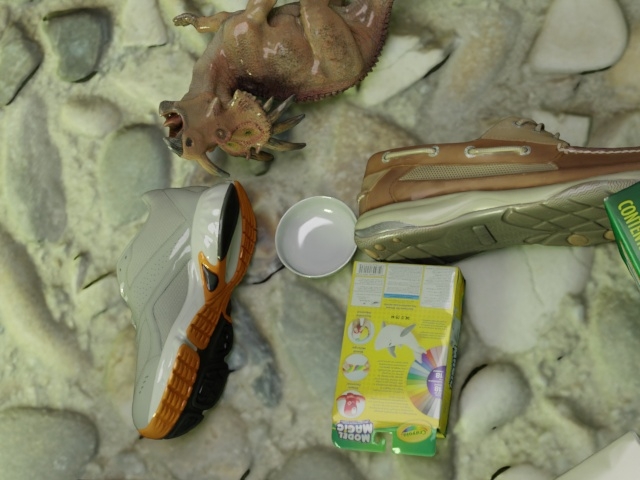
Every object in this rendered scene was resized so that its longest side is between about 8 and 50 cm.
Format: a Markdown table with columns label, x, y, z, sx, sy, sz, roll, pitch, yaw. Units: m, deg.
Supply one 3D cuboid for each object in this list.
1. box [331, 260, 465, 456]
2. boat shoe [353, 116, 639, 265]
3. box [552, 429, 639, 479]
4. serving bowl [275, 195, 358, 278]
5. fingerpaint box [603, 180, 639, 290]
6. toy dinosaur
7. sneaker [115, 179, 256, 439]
| label | x | y | z | sx | sy | sz | roll | pitch | yaw |
| --- | --- | --- | --- | --- | --- | --- | --- | --- | --- |
| box | 0.072 | 0.111 | 1.636 | 0.105 | 0.043 | 0.179 | 4 | 69 | 17 |
| boat shoe | 0.185 | -0.060 | 1.627 | 0.325 | 0.123 | 0.116 | -7 | 67 | 11 |
| box | 0.171 | 0.298 | 1.463 | 0.311 | 0.148 | 0.121 | -34 | 65 | 5 |
| serving bowl | 0.000 | 0.000 | 1.705 | 0.083 | 0.027 | 0.083 | -5 | 69 | 15 |
| fingerpaint box | 0.497 | 0.094 | 1.455 | 0.371 | 0.163 | 0.444 | -25 | 66 | 6 |
| toy dinosaur | -0.027 | -0.175 | 1.733 | 0.296 | 0.127 | 0.200 | -18 | 75 | -7 |
| sneaker | -0.147 | 0.065 | 1.696 | 0.121 | 0.099 | 0.262 | 3 | 63 | 25 |
